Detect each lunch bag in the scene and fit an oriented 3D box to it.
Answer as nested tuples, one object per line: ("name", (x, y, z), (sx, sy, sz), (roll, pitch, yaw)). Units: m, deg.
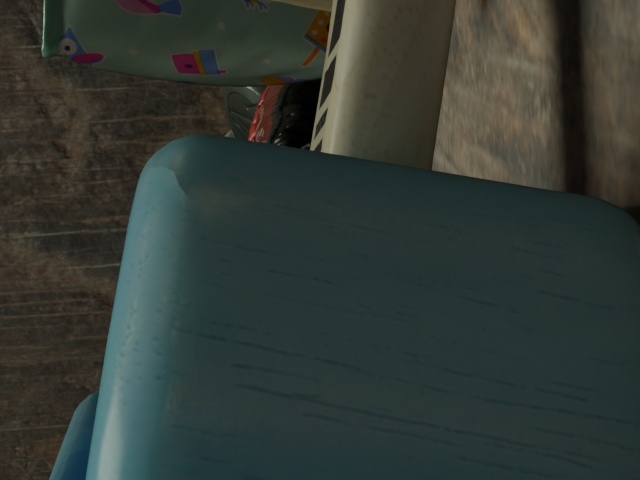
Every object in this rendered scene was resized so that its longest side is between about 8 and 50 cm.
("lunch bag", (-0.066, -0.185, 1.013), (0.262, 0.223, 0.160), (-112, 26, -82))

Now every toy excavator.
("toy excavator", (0.016, 0.015, 0.517), (0.433, 0.222, 0.445), (-126, 47, -82))

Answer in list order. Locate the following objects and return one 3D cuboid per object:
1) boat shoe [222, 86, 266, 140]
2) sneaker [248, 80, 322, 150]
("boat shoe", (-0.026, -0.102, 1.424), (0.118, 0.103, 0.320), (44, 167, 13))
("sneaker", (-0.002, -0.051, 1.125), (0.135, 0.097, 0.276), (112, 166, -48))
